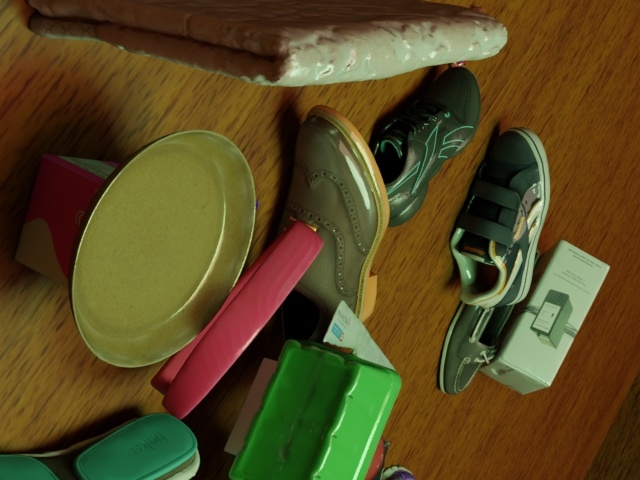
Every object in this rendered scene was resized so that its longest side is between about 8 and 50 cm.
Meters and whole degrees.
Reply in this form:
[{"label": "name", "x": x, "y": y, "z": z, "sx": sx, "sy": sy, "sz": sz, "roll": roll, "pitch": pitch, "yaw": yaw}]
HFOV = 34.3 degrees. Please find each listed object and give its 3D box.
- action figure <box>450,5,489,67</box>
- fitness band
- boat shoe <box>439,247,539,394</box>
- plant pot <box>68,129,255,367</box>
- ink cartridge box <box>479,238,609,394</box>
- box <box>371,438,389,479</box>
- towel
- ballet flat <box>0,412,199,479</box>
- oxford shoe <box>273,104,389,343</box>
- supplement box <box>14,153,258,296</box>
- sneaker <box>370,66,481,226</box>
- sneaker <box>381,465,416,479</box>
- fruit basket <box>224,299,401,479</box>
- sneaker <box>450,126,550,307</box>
[{"label": "action figure", "x": 0.224, "y": -0.297, "z": 1.581, "sx": 0.115, "sy": 0.030, "sz": 0.038, "roll": -66, "pitch": 154, "yaw": 2}, {"label": "fitness band", "x": -0.092, "y": 0.086, "z": 1.179, "sx": 0.209, "sy": 0.054, "sz": 0.291, "roll": -45, "pitch": -174, "yaw": 35}, {"label": "boat shoe", "x": 0.313, "y": 0.146, "z": 1.942, "sx": 0.112, "sy": 0.095, "sz": 0.335, "roll": 2, "pitch": 108, "yaw": -58}, {"label": "plant pot", "x": -0.150, "y": 0.005, "z": 0.975, "sx": 0.236, "sy": 0.032, "sz": 0.236, "roll": -34, "pitch": 136, "yaw": -40}, {"label": "ink cartridge box", "x": 0.438, "y": 0.158, "z": 2.056, "sx": 0.272, "sy": 0.115, "sz": 0.198, "roll": -59, "pitch": 177, "yaw": -13}, {"label": "box", "x": -0.034, "y": 0.460, "z": 1.590, "sx": 0.296, "sy": 0.073, "sz": 0.293, "roll": -22, "pitch": 130, "yaw": -41}, {"label": "towel", "x": -0.043, "y": -0.197, "z": 0.949, "sx": 0.332, "sy": 0.317, "sz": 0.053, "roll": -20, "pitch": 121, "yaw": -49}, {"label": "ballet flat", "x": -0.285, "y": 0.289, "z": 1.094, "sx": 0.400, "sy": 0.139, "sz": 0.139, "roll": -8, "pitch": 116, "yaw": -56}, {"label": "oxford shoe", "x": 0.000, "y": 0.000, "z": 1.335, "sx": 0.133, "sy": 0.130, "sz": 0.363, "roll": -35, "pitch": 137, "yaw": -34}, {"label": "supplement box", "x": -0.181, "y": -0.012, "z": 1.055, "sx": 0.220, "sy": 0.114, "sz": 0.111, "roll": 1, "pitch": 109, "yaw": -56}, {"label": "sneaker", "x": 0.145, "y": -0.147, "z": 1.486, "sx": 0.267, "sy": 0.101, "sz": 0.106, "roll": -60, "pitch": 146, "yaw": -13}, {"label": "sneaker", "x": 0.133, "y": 0.462, "z": 1.893, "sx": 0.170, "sy": 0.071, "sz": 0.068, "roll": 3, "pitch": 107, "yaw": -59}, {"label": "fruit basket", "x": 0.001, "y": 0.275, "z": 1.386, "sx": 0.353, "sy": 0.165, "sz": 0.327, "roll": 64, "pitch": 47, "yaw": -68}, {"label": "sneaker", "x": 0.307, "y": -0.032, "z": 1.786, "sx": 0.127, "sy": 0.126, "sz": 0.321, "roll": -10, "pitch": 109, "yaw": -38}]
